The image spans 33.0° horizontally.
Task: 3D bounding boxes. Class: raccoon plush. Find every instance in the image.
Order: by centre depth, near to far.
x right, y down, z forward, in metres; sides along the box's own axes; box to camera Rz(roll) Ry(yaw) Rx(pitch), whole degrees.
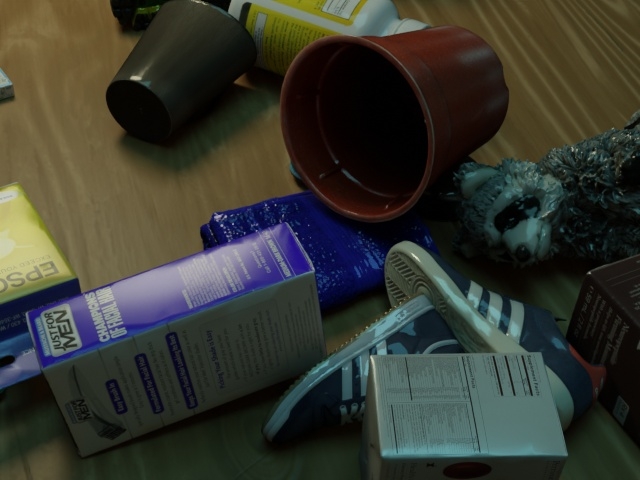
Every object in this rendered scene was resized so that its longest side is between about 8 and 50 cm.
[{"bbox_3d":[0.376,-0.078,1.678,0.299,0.216,0.446,4,18,17],"label":"raccoon plush"}]

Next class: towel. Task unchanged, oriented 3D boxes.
[{"bbox_3d":[0.000,0.000,1.597,0.308,0.076,0.227,-19,47,-22],"label":"towel"}]

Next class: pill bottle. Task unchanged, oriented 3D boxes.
[{"bbox_3d":[0.019,-0.358,1.897,0.334,0.187,0.188,22,46,18],"label":"pill bottle"}]

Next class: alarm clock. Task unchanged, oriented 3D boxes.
[{"bbox_3d":[0.200,-0.106,1.736,0.129,0.064,0.192,14,41,11],"label":"alarm clock"}]

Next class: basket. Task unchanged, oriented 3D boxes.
[{"bbox_3d":[-0.251,-0.284,1.834,0.204,0.154,0.227,19,49,18],"label":"basket"}]

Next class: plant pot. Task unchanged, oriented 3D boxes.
[{"bbox_3d":[0.127,-0.196,1.604,0.272,0.272,0.265,32,38,27],"label":"plant pot"}]

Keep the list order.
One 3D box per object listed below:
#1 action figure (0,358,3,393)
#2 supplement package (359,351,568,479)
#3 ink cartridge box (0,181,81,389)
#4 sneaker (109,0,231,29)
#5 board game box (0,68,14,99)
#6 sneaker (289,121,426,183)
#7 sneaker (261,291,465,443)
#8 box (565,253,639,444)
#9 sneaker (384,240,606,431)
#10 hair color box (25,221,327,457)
[{"bbox_3d":[-0.470,0.143,1.429,0.137,0.063,0.232,-12,49,-20],"label":"action figure"},{"bbox_3d":[0.156,0.247,1.258,0.203,0.194,0.149,-1,44,-4],"label":"supplement package"},{"bbox_3d":[-0.480,0.074,1.408,0.304,0.072,0.307,-21,46,-26],"label":"ink cartridge box"},{"bbox_3d":[-0.240,-0.511,2.083,0.344,0.134,0.146,-9,44,-12],"label":"sneaker"},{"bbox_3d":[-0.617,-0.288,1.898,0.103,0.026,0.154,-23,49,-25],"label":"board game box"},{"bbox_3d":[0.074,-0.177,1.753,0.262,0.125,0.104,-23,49,-25],"label":"sneaker"},{"bbox_3d":[0.072,0.201,1.372,0.282,0.099,0.153,-36,74,-17],"label":"sneaker"},{"bbox_3d":[0.454,0.138,1.411,0.167,0.168,0.203,-16,46,-21],"label":"box"},{"bbox_3d":[0.236,0.116,1.466,0.148,0.131,0.350,-22,54,-34],"label":"sneaker"},{"bbox_3d":[-0.170,0.123,1.344,0.339,0.185,0.110,-20,46,-13],"label":"hair color box"}]
